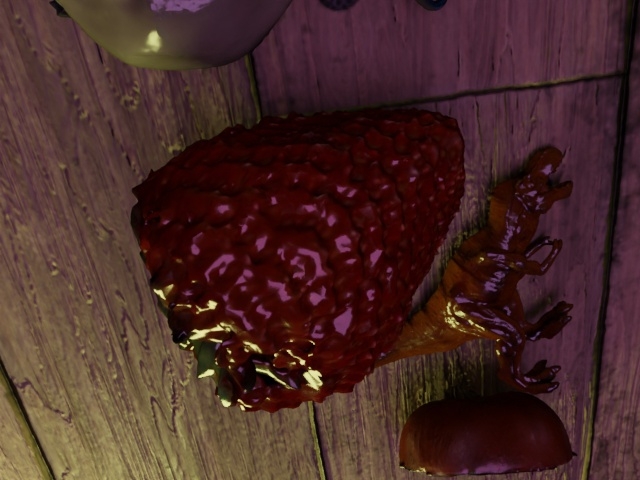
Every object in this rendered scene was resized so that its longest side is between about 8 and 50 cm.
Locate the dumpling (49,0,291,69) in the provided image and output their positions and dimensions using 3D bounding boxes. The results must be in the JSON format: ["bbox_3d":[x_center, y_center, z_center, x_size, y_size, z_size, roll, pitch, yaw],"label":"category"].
[{"bbox_3d":[-0.129,-0.210,0.494,0.292,0.205,0.163,-5,129,-10],"label":"dumpling"}]

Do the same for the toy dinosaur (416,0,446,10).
[{"bbox_3d":[0.006,-0.357,0.495,0.147,0.076,0.363,-24,110,-4],"label":"toy dinosaur"}]

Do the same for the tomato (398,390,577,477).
[{"bbox_3d":[0.203,0.241,0.761,0.224,0.225,0.085,-8,78,2],"label":"tomato"}]

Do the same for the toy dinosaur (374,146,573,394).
[{"bbox_3d":[0.191,0.101,0.721,0.208,0.097,0.432,36,107,-2],"label":"toy dinosaur"}]

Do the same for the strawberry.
[{"bbox_3d":[0.000,0.000,0.600,0.351,0.267,0.312,-36,145,-17],"label":"strawberry"}]
